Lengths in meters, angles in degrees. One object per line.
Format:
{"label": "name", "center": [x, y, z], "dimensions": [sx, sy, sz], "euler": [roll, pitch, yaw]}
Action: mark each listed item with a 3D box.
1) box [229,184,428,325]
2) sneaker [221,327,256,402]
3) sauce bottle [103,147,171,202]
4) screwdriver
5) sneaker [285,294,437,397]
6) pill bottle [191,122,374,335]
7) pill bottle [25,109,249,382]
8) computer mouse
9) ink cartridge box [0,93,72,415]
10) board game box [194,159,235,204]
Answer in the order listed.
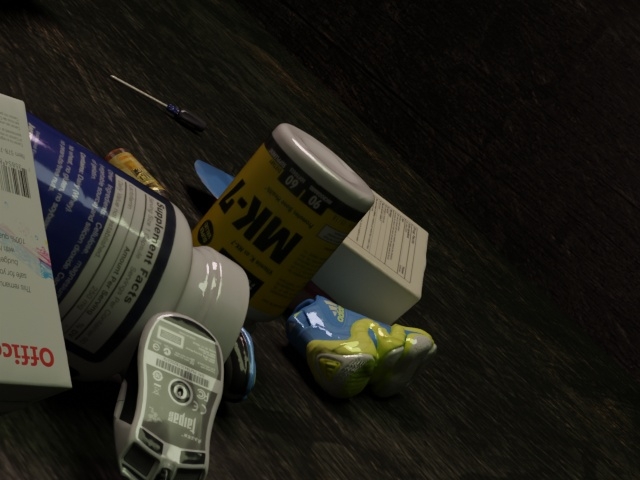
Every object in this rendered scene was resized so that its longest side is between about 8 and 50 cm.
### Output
{"label": "box", "center": [0.000, 0.000, 1.469], "dimensions": [0.232, 0.127, 0.148], "euler": [37, 31, -15]}
{"label": "sneaker", "center": [-0.126, 0.076, 1.080], "dimensions": [0.078, 0.067, 0.188], "euler": [-13, 52, -48]}
{"label": "sauce bottle", "center": [-0.192, -0.049, 1.354], "dimensions": [0.128, 0.042, 0.042], "euler": [44, 13, 21]}
{"label": "screwdriver", "center": [-0.241, -0.207, 1.836], "dimensions": [0.170, 0.024, 0.025], "euler": [29, -13, -35]}
{"label": "sneaker", "center": [0.042, 0.107, 1.374], "dimensions": [0.126, 0.091, 0.240], "euler": [44, 13, 22]}
{"label": "pill bottle", "center": [-0.056, 0.002, 1.173], "dimensions": [0.119, 0.208, 0.119], "euler": [38, 11, -9]}
{"label": "pill bottle", "center": [-0.189, 0.010, 0.881], "dimensions": [0.265, 0.153, 0.153], "euler": [34, 13, -29]}
{"label": "computer mouse", "center": [-0.105, 0.136, 0.803], "dimensions": [0.106, 0.042, 0.193], "euler": [28, 46, -25]}
{"label": "ink cartridge box", "center": [-0.231, 0.012, 0.652], "dimensions": [0.128, 0.127, 0.176], "euler": [18, 54, -59]}
{"label": "board game box", "center": [-0.106, -0.039, 1.593], "dimensions": [0.169, 0.033, 0.133], "euler": [25, 20, -48]}
